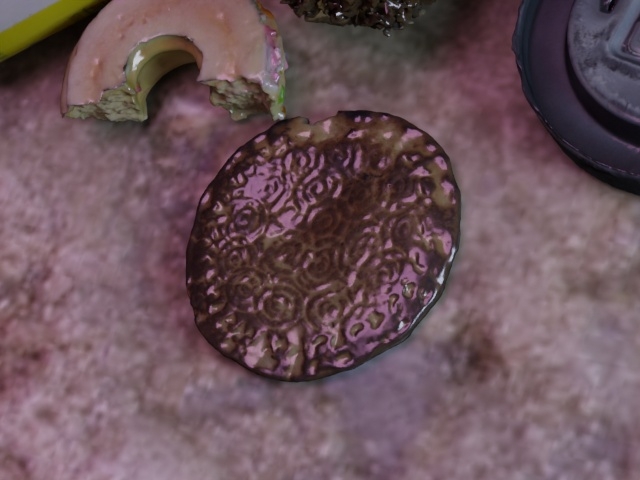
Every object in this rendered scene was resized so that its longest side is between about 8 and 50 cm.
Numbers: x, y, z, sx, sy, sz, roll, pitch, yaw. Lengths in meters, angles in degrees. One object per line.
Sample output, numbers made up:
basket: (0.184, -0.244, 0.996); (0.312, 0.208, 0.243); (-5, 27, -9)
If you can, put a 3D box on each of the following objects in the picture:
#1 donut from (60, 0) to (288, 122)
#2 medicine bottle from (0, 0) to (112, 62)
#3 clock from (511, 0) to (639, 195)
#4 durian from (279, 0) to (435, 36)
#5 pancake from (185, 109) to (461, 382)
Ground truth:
donut: (-0.095, -0.129, 1.303); (0.166, 0.065, 0.108); (-4, 64, 19)
medicine bottle: (-0.173, -0.236, 1.335); (0.258, 0.143, 0.143); (-28, 60, 8)
clock: (0.237, -0.128, 1.191); (0.226, 0.049, 0.226); (-8, 63, 17)
durian: (0.023, -0.232, 1.227); (0.167, 0.196, 0.196); (0, 60, -23)
pancake: (-0.001, -0.001, 1.235); (0.199, 0.021, 0.199); (-8, 64, 17)
